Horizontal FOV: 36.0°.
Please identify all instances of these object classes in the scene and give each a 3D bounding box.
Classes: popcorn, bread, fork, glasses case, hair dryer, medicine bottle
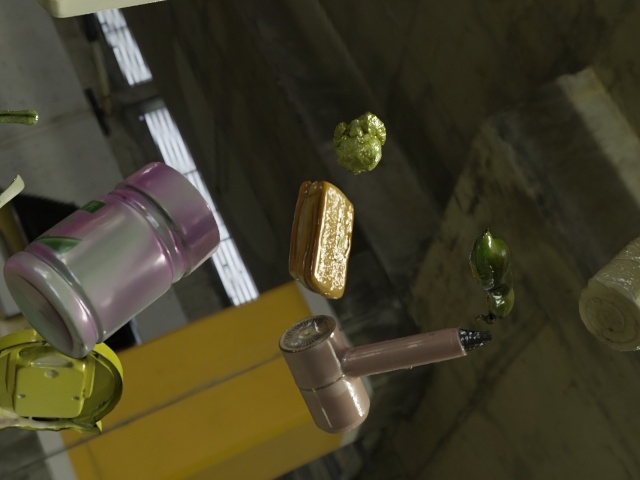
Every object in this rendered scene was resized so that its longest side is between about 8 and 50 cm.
[{"bbox_3d":[0.053,-0.123,1.249,0.068,0.059,0.083,37,-70,28],"label":"popcorn"},{"bbox_3d":[0.000,0.000,1.731,0.116,0.077,0.200,41,51,-55],"label":"bread"},{"bbox_3d":[-0.454,-0.041,1.342,0.034,0.028,0.219,55,22,-20],"label":"fork"},{"bbox_3d":[-0.378,-0.496,1.870,0.131,0.312,0.070,42,-39,48],"label":"glasses case"},{"bbox_3d":[0.118,0.204,1.613,0.107,0.344,0.189,-64,136,-58],"label":"hair dryer"},{"bbox_3d":[-0.360,0.030,1.714,0.212,0.325,0.212,34,-33,26],"label":"medicine bottle"},{"bbox_3d":[0.504,0.087,1.562,0.134,0.141,0.148,36,-28,35],"label":"bread"}]

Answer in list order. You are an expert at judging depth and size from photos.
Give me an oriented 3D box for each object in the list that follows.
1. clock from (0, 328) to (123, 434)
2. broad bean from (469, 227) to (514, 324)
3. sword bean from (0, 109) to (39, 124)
[{"bbox_3d":[-0.519,0.263,1.882,0.071,0.277,0.293,-101,-151,-43],"label":"clock"},{"bbox_3d":[0.284,0.064,1.605,0.067,0.075,0.325,52,-6,33],"label":"broad bean"},{"bbox_3d":[-0.762,-0.268,2.195,0.038,0.269,0.043,-28,-106,56],"label":"sword bean"}]
